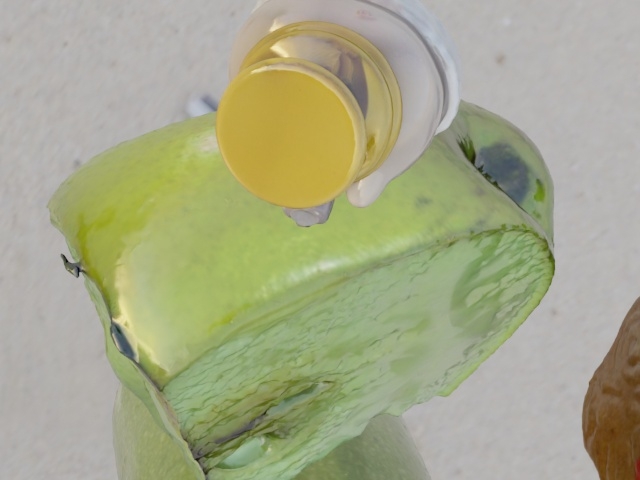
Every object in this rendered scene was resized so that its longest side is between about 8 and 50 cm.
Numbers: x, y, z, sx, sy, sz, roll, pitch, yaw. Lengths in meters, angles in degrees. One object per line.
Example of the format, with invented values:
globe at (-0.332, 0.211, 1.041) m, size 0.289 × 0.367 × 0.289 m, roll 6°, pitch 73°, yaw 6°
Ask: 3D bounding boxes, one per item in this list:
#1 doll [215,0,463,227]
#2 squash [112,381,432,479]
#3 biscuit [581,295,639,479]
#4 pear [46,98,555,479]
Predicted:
doll at (0.006, -0.045, 0.556) m, size 0.073 × 0.084 × 0.127 m, roll 18°, pitch 26°, yaw 10°
squash at (-0.031, 0.235, 1.422) m, size 0.263 × 0.263 × 0.384 m, roll 22°, pitch 15°, yaw -18°
biscuit at (0.281, 0.124, 1.239) m, size 0.049 × 0.273 × 0.257 m, roll 12°, pitch 42°, yaw -25°
pear at (0.000, 0.000, 0.987) m, size 0.281 × 0.286 × 0.176 m, roll -28°, pitch 66°, yaw -7°
